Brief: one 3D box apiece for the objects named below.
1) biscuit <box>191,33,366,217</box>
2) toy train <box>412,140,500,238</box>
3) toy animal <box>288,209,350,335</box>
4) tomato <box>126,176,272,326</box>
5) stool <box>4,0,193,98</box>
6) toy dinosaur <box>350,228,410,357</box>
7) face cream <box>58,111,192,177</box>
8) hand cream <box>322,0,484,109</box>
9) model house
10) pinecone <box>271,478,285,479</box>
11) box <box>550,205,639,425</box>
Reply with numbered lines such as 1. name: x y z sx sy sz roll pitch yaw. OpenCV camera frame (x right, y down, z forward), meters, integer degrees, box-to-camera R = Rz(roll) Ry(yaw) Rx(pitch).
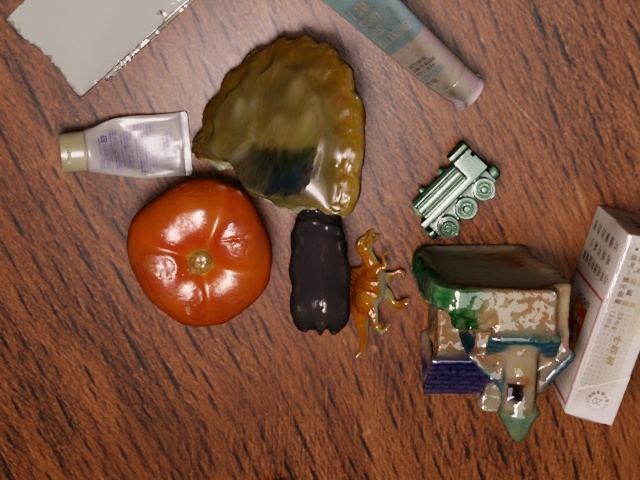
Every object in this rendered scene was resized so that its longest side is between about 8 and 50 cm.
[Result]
1. biscuit: -0.077 -0.170 1.807 0.335 0.078 0.329 -18 75 29
2. toy train: 0.233 -0.083 1.910 0.111 0.071 0.170 44 102 -2
3. toy animal: -0.002 -0.005 1.879 0.106 0.168 0.343 1 90 -6
4. tomato: -0.200 0.017 1.873 0.259 0.180 0.260 -1 107 -3
5. stool: -0.321 -0.385 1.723 0.269 0.244 0.170 -41 102 10
6. toy dinosaur: 0.078 0.101 1.966 0.142 0.057 0.212 38 101 1
7. face cream: -0.338 -0.159 1.892 0.224 0.070 0.114 -6 107 -12
8. hand cream: 0.142 -0.334 1.796 0.312 0.070 0.111 35 137 -23
9. model house: 0.284 0.176 1.859 0.245 0.312 0.280 0 104 -4
10. pinecone: -0.089 0.494 2.068 0.083 0.077 0.077 -23 106 31
11. box: 0.495 0.124 1.896 0.095 0.210 0.330 16 105 -4
